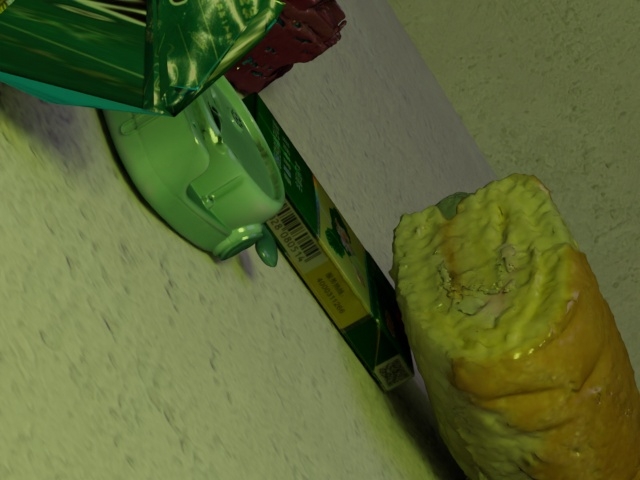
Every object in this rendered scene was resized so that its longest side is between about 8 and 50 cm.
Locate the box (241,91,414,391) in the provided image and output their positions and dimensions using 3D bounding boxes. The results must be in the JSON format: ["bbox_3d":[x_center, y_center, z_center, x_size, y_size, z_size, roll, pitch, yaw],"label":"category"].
[{"bbox_3d":[0.000,0.000,1.369,0.235,0.034,0.132,55,12,-22],"label":"box"}]

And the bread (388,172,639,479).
[{"bbox_3d":[0.190,0.155,1.410,0.236,0.165,0.375,-104,170,-53],"label":"bread"}]

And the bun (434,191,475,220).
[{"bbox_3d":[0.196,0.031,1.926,0.195,0.118,0.195,57,8,-13],"label":"bun"}]

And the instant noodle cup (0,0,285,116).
[{"bbox_3d":[-0.122,-0.207,0.919,0.240,0.240,0.178,54,6,-23],"label":"instant noodle cup"}]

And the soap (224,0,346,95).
[{"bbox_3d":[-0.062,-0.221,1.501,0.162,0.099,0.250,58,11,-5],"label":"soap"}]

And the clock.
[{"bbox_3d":[-0.079,-0.063,1.131,0.188,0.060,0.148,44,19,-55],"label":"clock"}]
